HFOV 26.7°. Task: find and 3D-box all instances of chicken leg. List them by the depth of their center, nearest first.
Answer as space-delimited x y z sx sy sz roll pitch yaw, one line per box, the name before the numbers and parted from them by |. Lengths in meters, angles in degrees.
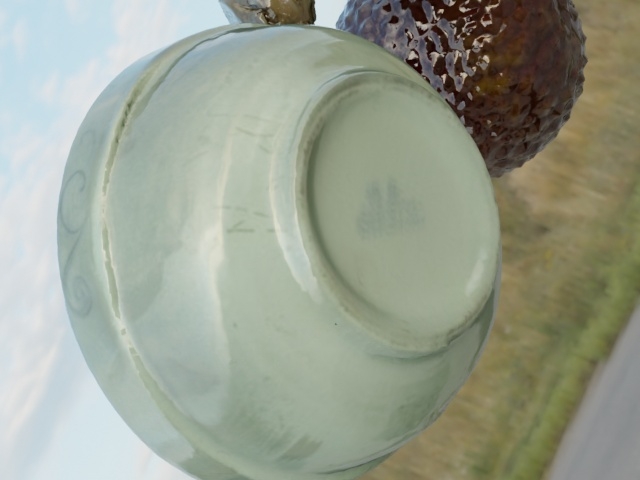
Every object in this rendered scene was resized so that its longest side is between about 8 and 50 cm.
chicken leg | -0.028 -0.143 1.036 0.069 0.085 0.198 -36 -61 -34

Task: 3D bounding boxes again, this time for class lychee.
lychee | 0.136 -0.179 1.322 0.260 0.260 0.261 23 -90 -85

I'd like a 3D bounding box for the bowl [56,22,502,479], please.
bowl | 0.000 0.000 0.845 0.163 0.307 0.307 -18 38 48
